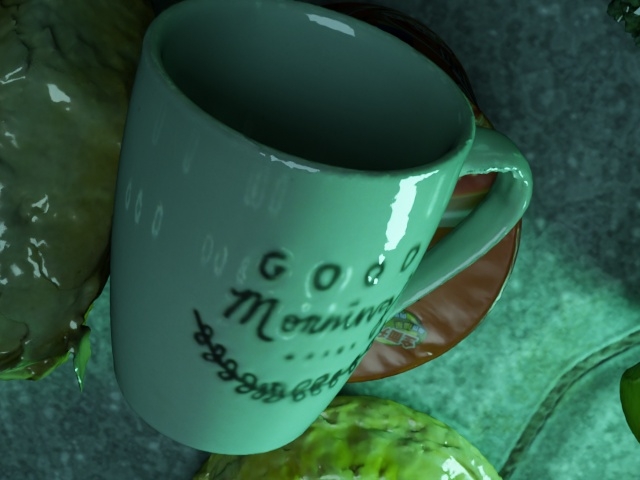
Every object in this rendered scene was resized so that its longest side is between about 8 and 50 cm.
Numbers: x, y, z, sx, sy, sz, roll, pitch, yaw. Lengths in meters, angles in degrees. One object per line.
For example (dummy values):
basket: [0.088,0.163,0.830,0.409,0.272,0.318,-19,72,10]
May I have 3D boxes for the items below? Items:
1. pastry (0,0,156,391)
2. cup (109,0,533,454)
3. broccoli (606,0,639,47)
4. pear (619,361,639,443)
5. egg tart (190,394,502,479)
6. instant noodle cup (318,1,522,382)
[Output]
pastry: [-0.200,-0.057,0.942,0.136,0.330,0.330,19,117,-19]
cup: [0.000,0.000,0.821,0.258,0.186,0.234,0,128,-24]
broccoli: [0.277,-0.251,0.828,0.302,0.249,0.375,-9,109,13]
pear: [0.337,0.029,0.957,0.176,0.286,0.282,24,117,16]
egg tart: [0.015,0.284,1.178,0.319,0.128,0.319,2,117,3]
instant noodle cup: [0.014,-0.053,0.980,0.250,0.192,0.250,2,116,4]
